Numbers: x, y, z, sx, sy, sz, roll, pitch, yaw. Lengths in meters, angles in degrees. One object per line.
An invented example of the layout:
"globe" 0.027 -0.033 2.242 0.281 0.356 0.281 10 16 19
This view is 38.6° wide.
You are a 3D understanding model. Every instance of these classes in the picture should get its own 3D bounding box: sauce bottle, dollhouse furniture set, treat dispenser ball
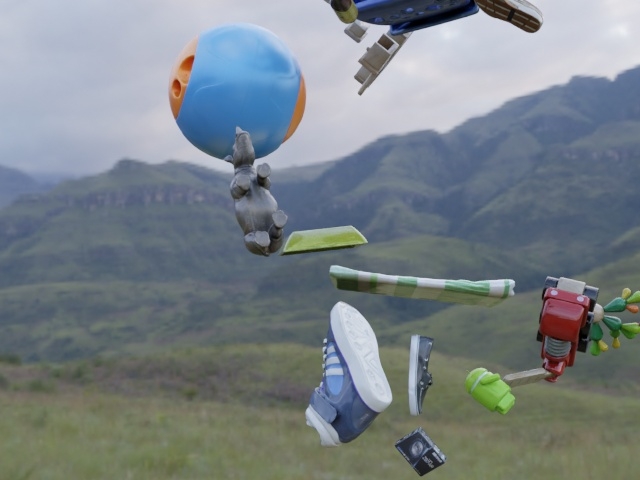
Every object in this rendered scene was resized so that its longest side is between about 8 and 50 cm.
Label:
"sauce bottle" 0.038 -0.436 1.675 0.042 0.042 0.128 -7 -9 14
"dollhouse furniture set" 0.032 -0.541 2.159 0.174 0.355 0.303 -50 3 41
"treat dispenser ball" -0.173 -0.308 1.907 0.288 0.288 0.288 -6 -6 -1

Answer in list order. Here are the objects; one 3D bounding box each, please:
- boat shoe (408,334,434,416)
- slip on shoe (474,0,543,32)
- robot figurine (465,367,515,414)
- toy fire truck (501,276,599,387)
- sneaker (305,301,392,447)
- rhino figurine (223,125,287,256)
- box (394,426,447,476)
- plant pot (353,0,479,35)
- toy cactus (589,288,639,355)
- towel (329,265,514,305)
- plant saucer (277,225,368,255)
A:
"boat shoe" 0.176 0.236 1.592 0.040 0.142 0.049 1 -4 12
"slip on shoe" 0.328 -0.411 1.591 0.135 0.041 0.051 28 -39 5
"robot figurine" 0.357 0.318 1.945 0.067 0.115 0.101 -46 -26 -15
"toy fire truck" 0.510 0.228 2.044 0.158 0.217 0.246 14 46 19
"sneaker" 0.028 0.325 2.143 0.130 0.323 0.236 26 -59 -38
"rhino figurine" -0.115 -0.084 1.524 0.073 0.243 0.106 -12 -20 -14
"box" 0.198 0.418 1.804 0.067 0.083 0.018 -38 3 29
"plant pot" 0.191 -0.545 1.813 0.236 0.236 0.212 -8 -14 32
"toy cactus" 0.741 0.196 2.356 0.180 0.112 0.219 26 -53 -12
"towel" 0.183 0.082 1.699 0.325 0.038 0.248 6 -7 4
"plant saucer" 0.000 0.000 2.066 0.188 0.045 0.188 -6 -3 -7
